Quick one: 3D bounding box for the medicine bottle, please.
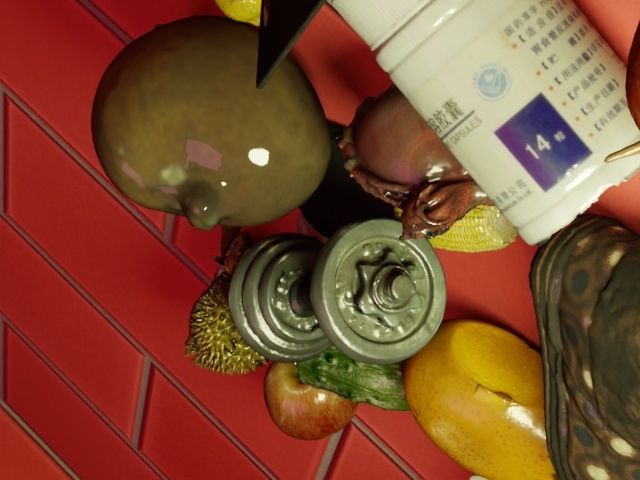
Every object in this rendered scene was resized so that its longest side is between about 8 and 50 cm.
[{"bbox_3d":[0.177,-0.178,1.722,0.332,0.190,0.190,50,152,0],"label":"medicine bottle"}]

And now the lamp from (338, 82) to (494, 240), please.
[{"bbox_3d":[0.138,-0.091,1.935,0.151,0.215,0.223,90,158,-69],"label":"lamp"}]

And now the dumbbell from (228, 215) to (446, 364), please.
[{"bbox_3d":[0.015,0.068,2.175,0.179,0.179,0.406,56,158,-10],"label":"dumbbell"}]

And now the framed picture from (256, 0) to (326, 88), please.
[{"bbox_3d":[-0.011,-0.333,1.822,0.013,0.244,0.324,9,158,-16],"label":"framed picture"}]

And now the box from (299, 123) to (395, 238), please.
[{"bbox_3d":[0.029,-0.064,2.235,0.212,0.042,0.201,23,141,43],"label":"box"}]

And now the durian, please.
[{"bbox_3d":[-0.108,0.094,2.513,0.138,0.193,0.237,22,153,3],"label":"durian"}]

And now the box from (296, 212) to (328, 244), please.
[{"bbox_3d":[0.000,0.000,2.385,0.083,0.012,0.046,35,150,24],"label":"box"}]

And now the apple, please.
[{"bbox_3d":[-0.013,0.217,2.527,0.146,0.146,0.131,29,157,35],"label":"apple"}]

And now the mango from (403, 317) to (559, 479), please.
[{"bbox_3d":[0.235,0.218,2.165,0.290,0.160,0.191,29,141,18],"label":"mango"}]

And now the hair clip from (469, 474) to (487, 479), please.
[{"bbox_3d":[0.323,0.406,2.200,0.282,0.172,0.113,12,172,-11],"label":"hair clip"}]

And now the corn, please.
[{"bbox_3d":[0.160,-0.025,2.070,0.165,0.063,0.085,5,121,52],"label":"corn"}]

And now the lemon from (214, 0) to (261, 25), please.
[{"bbox_3d":[-0.094,-0.309,2.082,0.082,0.082,0.110,0,124,56],"label":"lemon"}]

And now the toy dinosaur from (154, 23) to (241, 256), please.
[{"bbox_3d":[-0.152,-0.160,2.315,0.206,0.113,0.327,40,148,20],"label":"toy dinosaur"}]

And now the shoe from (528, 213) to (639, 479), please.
[{"bbox_3d":[0.363,0.163,1.879,0.237,0.171,0.384,25,136,46],"label":"shoe"}]

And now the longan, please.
[{"bbox_3d":[-0.131,-0.132,2.104,0.300,0.300,0.243,36,151,26],"label":"longan"}]

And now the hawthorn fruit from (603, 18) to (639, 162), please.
[{"bbox_3d":[0.344,-0.130,1.459,0.210,0.262,0.210,34,150,23],"label":"hawthorn fruit"}]

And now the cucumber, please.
[{"bbox_3d":[0.089,0.175,2.351,0.244,0.134,0.134,23,142,36],"label":"cucumber"}]
